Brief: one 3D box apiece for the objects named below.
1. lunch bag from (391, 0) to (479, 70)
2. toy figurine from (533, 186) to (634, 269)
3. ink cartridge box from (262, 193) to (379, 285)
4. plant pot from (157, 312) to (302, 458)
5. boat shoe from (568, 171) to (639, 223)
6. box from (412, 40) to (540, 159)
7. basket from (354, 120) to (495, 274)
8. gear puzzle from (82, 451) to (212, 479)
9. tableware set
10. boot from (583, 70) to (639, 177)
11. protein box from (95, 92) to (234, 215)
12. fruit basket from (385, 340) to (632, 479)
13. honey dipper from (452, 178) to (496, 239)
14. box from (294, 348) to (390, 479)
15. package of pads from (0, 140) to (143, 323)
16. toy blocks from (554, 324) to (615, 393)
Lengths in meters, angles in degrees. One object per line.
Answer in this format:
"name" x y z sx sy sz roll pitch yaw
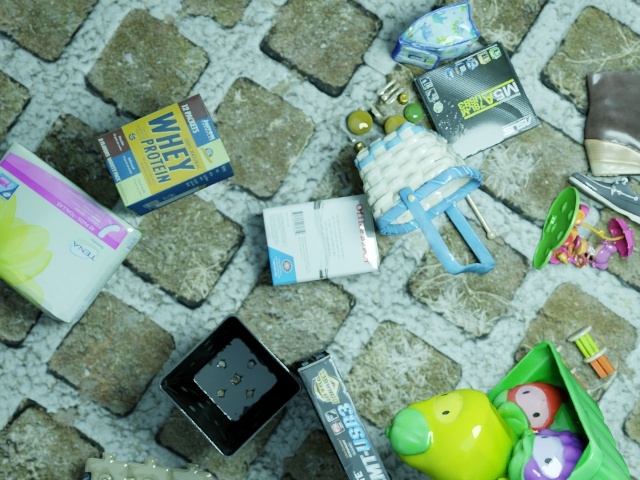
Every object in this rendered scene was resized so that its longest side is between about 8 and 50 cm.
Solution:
"lunch bag" 0.214 -0.383 1.895 0.151 0.129 0.096 -15 86 -3
"toy figurine" 0.516 0.004 1.896 0.159 0.130 0.173 20 108 -9
"ink cartridge box" 0.000 0.000 1.887 0.203 0.086 0.148 -8 87 -3
"plant pot" -0.160 0.259 1.827 0.188 0.167 0.187 -44 89 -2
"boat shoe" 0.573 -0.089 1.909 0.206 0.075 0.065 28 96 -7
"box" 0.301 -0.266 1.931 0.191 0.045 0.184 -24 86 -2
"basket" 0.208 -0.062 1.819 0.201 0.255 0.289 -40 72 17
"gear puzzle" -0.284 0.501 1.875 0.339 0.044 0.175 8 85 -4
"tableware set" 0.121 -0.232 1.938 0.154 0.024 0.104 -42 91 -4
"boot" 0.634 -0.226 1.912 0.249 0.090 0.206 0 88 2
"protein box" -0.279 -0.153 1.834 0.201 0.200 0.135 -24 88 -3
"fruit basket" 0.320 0.340 1.719 0.392 0.392 0.283 40 109 1
"honey dipper" 0.294 -0.071 1.927 0.030 0.030 0.160 -30 90 -3
"box" 0.046 0.339 1.763 0.073 0.293 0.295 -26 88 -2
"package of pads" -0.520 -0.009 1.869 0.297 0.101 0.229 36 86 2
"toy blocks" 0.506 0.255 1.897 0.123 0.054 0.148 -33 88 -3
